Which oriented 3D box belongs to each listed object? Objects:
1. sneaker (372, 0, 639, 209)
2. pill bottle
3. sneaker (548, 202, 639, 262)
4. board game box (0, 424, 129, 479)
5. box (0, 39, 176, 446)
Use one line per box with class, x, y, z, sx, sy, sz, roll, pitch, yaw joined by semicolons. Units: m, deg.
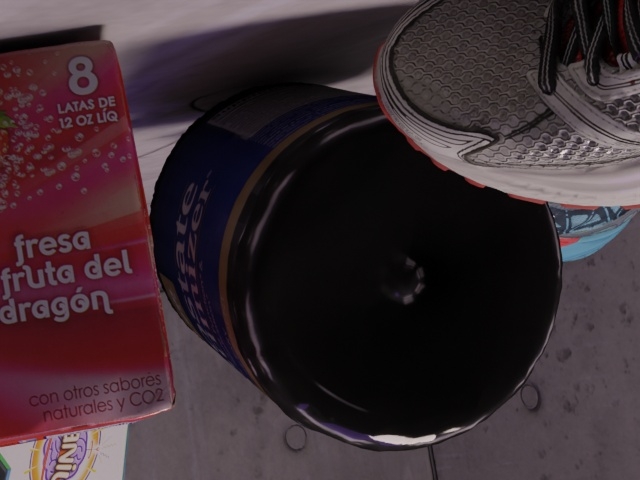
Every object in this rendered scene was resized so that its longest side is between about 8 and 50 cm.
sneaker;0.110;-0.069;0.461;0.225;0.088;0.093;-12;157;32
pill bottle;0.000;0.000;0.704;0.123;0.123;0.219;-9;-170;-15
sneaker;0.069;-0.040;0.895;0.262;0.104;0.125;-13;162;-30
board game box;-0.257;0.115;1.106;0.316;0.242;0.064;-7;-160;-45
box;-0.184;0.019;0.584;0.257;0.122;0.128;-9;177;-8
